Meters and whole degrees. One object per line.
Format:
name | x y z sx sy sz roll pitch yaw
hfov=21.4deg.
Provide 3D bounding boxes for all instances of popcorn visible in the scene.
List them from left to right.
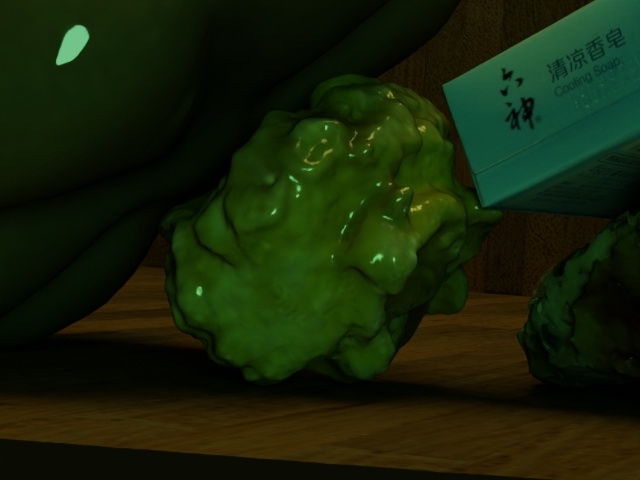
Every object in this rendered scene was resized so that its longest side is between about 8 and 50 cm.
popcorn | 0.004 0.002 0.953 0.198 0.155 0.197 -32 -15 -10

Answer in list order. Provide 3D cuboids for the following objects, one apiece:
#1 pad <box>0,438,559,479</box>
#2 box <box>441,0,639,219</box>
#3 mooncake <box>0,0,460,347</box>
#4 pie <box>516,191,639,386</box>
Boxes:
pad | 0.002 0.085 0.520 0.300 0.005 0.202 4 1 2
box | 0.196 -0.074 0.981 0.143 0.083 0.232 -28 -17 33
mooncake | -0.138 -0.134 1.015 0.467 0.262 0.467 -37 -11 -9
pie | 0.325 0.019 0.966 0.395 0.180 0.418 1 -7 -10
